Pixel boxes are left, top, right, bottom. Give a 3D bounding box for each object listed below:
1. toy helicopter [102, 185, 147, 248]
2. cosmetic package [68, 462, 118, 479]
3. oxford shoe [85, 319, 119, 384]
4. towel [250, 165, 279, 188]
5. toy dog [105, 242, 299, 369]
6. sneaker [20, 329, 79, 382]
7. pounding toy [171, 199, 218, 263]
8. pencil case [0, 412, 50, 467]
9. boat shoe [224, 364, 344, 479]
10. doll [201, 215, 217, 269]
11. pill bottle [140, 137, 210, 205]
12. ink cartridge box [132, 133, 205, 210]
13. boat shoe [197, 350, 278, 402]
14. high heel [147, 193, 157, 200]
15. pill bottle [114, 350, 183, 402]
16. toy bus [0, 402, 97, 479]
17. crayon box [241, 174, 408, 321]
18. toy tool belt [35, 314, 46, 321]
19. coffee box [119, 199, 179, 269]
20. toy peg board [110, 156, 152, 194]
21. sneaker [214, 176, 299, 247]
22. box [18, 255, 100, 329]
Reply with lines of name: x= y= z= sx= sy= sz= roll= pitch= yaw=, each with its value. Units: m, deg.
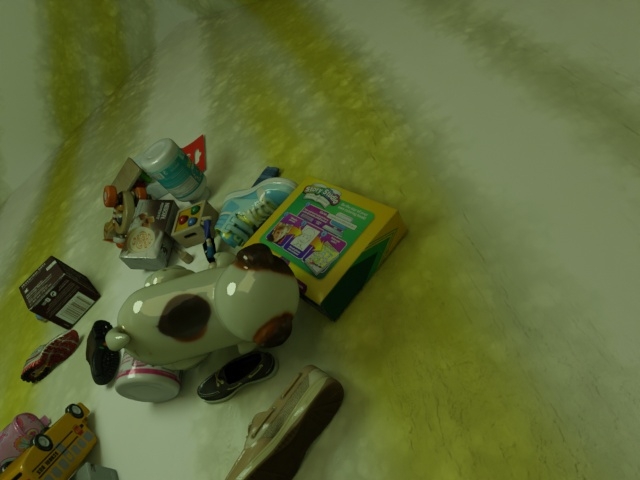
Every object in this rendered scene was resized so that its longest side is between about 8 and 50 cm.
toy helicopter: x=-0.801 y=-0.059 z=1.653 sx=0.355 sy=0.140 sz=0.234 roll=-25 pitch=72 yaw=47
cosmetic package: x=-0.595 y=0.667 z=0.980 sx=0.238 sy=0.107 sz=0.127 roll=-41 pitch=44 yaw=-8
oxford shoe: x=-0.697 y=0.370 z=1.315 sx=0.096 sy=0.083 sz=0.227 roll=-50 pitch=43 yaw=19
towel: x=-0.200 y=-0.218 z=1.508 sx=0.067 sy=0.029 sz=0.119 roll=16 pitch=64 yaw=39
toy dog: x=-0.241 y=0.141 z=0.975 sx=0.408 sy=0.395 sz=0.284 roll=-16 pitch=76 yaw=20
sneaker: x=-0.939 y=0.382 z=1.432 sx=0.225 sy=0.088 sz=0.092 roll=-39 pitch=43 yaw=-2
pounding toy: x=-0.476 y=-0.024 z=1.474 sx=0.181 sy=0.094 sz=0.206 roll=-18 pitch=47 yaw=19
pencil case: x=-0.938 y=0.637 z=1.208 sx=0.284 sy=0.124 sz=0.124 roll=-45 pitch=45 yaw=-9
boat shoe: x=-0.094 y=0.417 z=0.871 sx=0.341 sy=0.121 sz=0.110 roll=-44 pitch=39 yaw=-22
doll: x=-0.364 y=0.017 z=1.361 sx=0.046 sy=0.129 sz=0.188 roll=-6 pitch=72 yaw=-18
pill bottle: x=-0.533 y=-0.246 z=1.569 sx=0.146 sy=0.264 sz=0.146 roll=-16 pitch=49 yaw=19
ink cartridge box: x=-0.706 y=-0.336 z=1.875 sx=0.385 sy=0.091 sz=0.308 roll=-28 pitch=45 yaw=11
boat shoe: x=-0.220 y=0.336 z=1.039 sx=0.228 sy=0.068 sz=0.081 roll=-27 pitch=45 yaw=10
high heel: x=-0.716 y=-0.093 z=1.681 sx=0.261 sy=0.093 sz=0.186 roll=14 pitch=63 yaw=34
pill bottle: x=-0.455 y=0.286 z=1.161 sx=0.161 sy=0.160 sz=0.283 roll=-20 pitch=47 yaw=17
toy bus: x=-0.676 y=0.541 z=1.045 sx=0.108 sy=0.130 sz=0.333 roll=-43 pitch=6 yaw=-6
crayon box: x=0.000 y=0.000 z=1.153 sx=0.313 sy=0.106 sz=0.363 roll=-48 pitch=46 yaw=-13
toy tool belt: x=-1.081 y=0.289 z=1.622 sx=0.083 sy=0.051 sz=0.052 roll=-8 pitch=51 yaw=26
coffee box: x=-0.610 y=-0.023 z=1.507 sx=0.141 sy=0.098 sz=0.246 roll=3 pitch=60 yaw=5
toy peg board: x=-0.801 y=-0.247 z=1.765 sx=0.161 sy=0.079 sz=0.160 roll=37 pitch=95 yaw=43
sneaker: x=-0.208 y=-0.075 z=1.333 sx=0.319 sy=0.127 sz=0.208 roll=-14 pitch=46 yaw=35
box: x=-0.975 y=0.193 z=1.551 sx=0.203 sy=0.167 sz=0.168 roll=25 pitch=70 yaw=42
